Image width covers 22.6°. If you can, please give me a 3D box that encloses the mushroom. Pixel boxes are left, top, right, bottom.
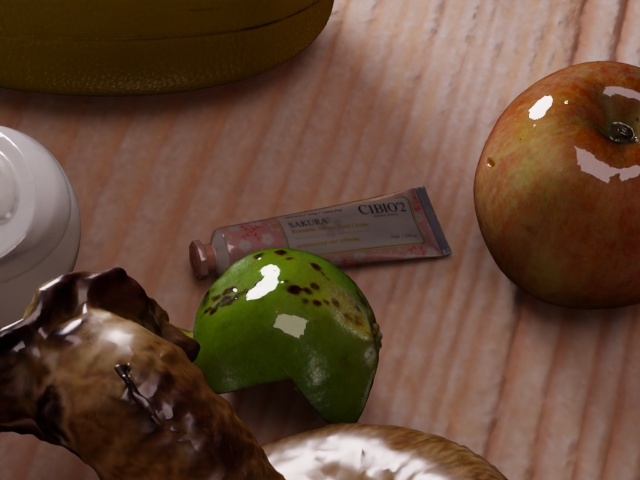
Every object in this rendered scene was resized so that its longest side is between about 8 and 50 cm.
[{"bbox_3d":[-0.018,0.196,0.981,0.334,0.356,0.331,9,14,44],"label":"mushroom"}]

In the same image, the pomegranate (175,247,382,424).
[{"bbox_3d":[-0.036,0.065,1.163,0.169,0.122,0.143,16,19,15],"label":"pomegranate"}]

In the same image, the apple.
[{"bbox_3d":[0.215,-0.044,1.245,0.188,0.174,0.188,3,60,-4],"label":"apple"}]

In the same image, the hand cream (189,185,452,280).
[{"bbox_3d":[0.000,0.000,1.266,0.210,0.043,0.067,-10,60,-21],"label":"hand cream"}]

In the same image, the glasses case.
[{"bbox_3d":[-0.167,-0.208,1.309,0.371,0.141,0.173,-3,45,-11],"label":"glasses case"}]

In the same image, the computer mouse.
[{"bbox_3d":[-0.314,0.026,1.156,0.297,0.121,0.184,-28,59,-9],"label":"computer mouse"}]
